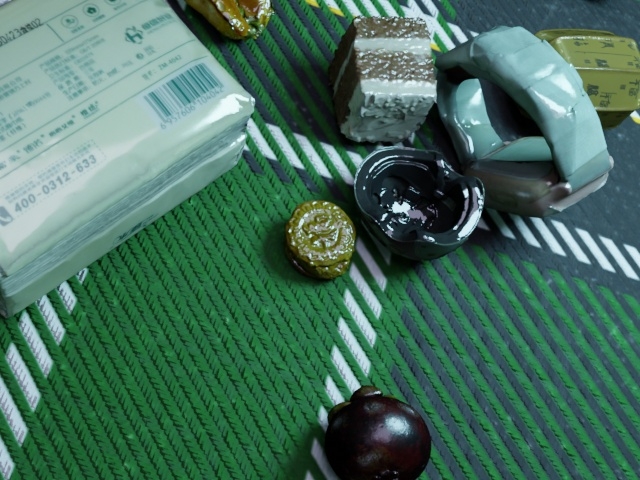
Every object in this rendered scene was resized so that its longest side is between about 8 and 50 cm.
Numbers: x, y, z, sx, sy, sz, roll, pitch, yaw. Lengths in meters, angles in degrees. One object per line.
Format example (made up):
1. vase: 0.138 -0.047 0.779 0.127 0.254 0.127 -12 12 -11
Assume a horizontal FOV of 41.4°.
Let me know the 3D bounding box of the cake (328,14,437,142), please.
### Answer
1. cake: 0.092 -0.230 1.229 0.134 0.135 0.147 -5 63 -18

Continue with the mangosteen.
1. mangosteen: 0.066 0.234 1.031 0.140 0.140 0.140 6 65 -14

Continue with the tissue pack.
1. tissue pack: -0.314 -0.137 1.027 0.380 0.207 0.297 -36 82 -26

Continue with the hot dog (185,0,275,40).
1. hot dog: -0.176 -0.404 1.263 0.115 0.072 0.269 -31 80 -27

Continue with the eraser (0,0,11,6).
1. eraser: -0.484 -0.347 1.114 0.290 0.104 0.189 -24 82 -17

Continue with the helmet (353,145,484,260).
1. helmet: 0.131 -0.040 1.177 0.177 0.107 0.153 34 63 22

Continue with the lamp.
1. lamp: 0.403 -0.251 1.324 0.185 0.161 0.161 -4 68 -20

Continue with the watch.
1. watch: 0.275 -0.180 1.197 0.161 0.253 0.241 -28 115 -26

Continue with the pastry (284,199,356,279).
1. pastry: 0.000 0.000 1.146 0.097 0.057 0.109 -33 77 -21
